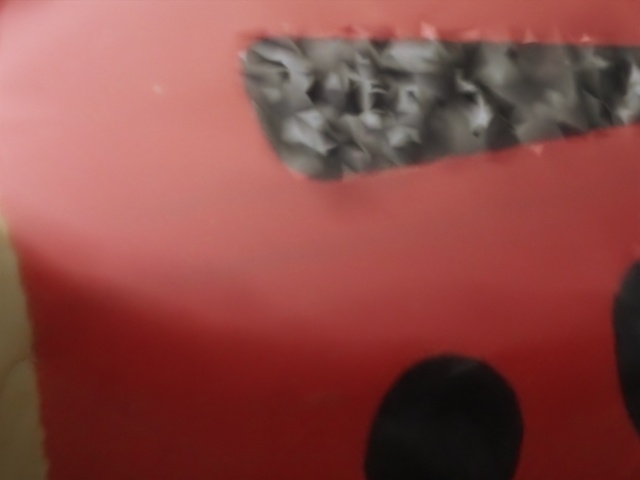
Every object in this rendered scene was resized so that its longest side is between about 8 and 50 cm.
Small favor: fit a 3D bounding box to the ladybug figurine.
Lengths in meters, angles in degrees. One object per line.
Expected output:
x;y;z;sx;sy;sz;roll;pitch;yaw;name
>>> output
0.000;0.000;0.556;0.449;0.305;0.162;-11;-23;-34;ladybug figurine
